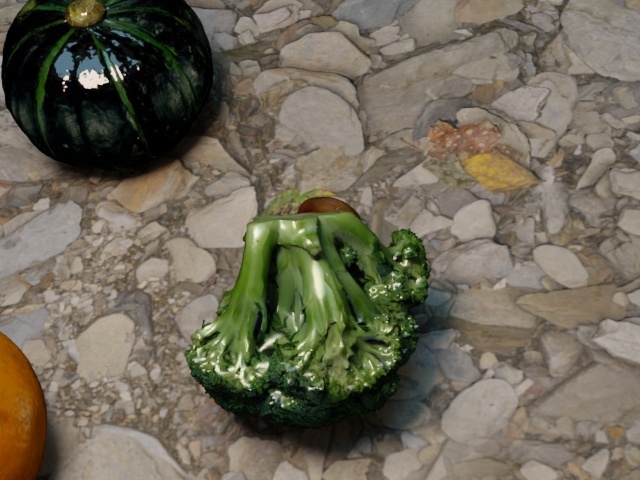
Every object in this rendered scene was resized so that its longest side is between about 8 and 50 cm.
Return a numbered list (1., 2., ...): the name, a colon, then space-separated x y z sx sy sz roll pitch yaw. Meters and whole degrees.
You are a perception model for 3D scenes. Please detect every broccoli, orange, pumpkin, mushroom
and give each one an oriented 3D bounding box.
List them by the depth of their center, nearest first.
1. orange: -0.424 0.204 1.146 0.261 0.261 0.261 -5 50 6
2. broccoli: -0.016 0.079 1.180 0.294 0.245 0.265 -18 26 -37
3. mushroom: 0.005 -0.005 1.348 0.088 0.073 0.129 31 59 -9
4. pumpkin: -0.303 -0.249 1.496 0.315 0.238 0.315 -2 52 2
